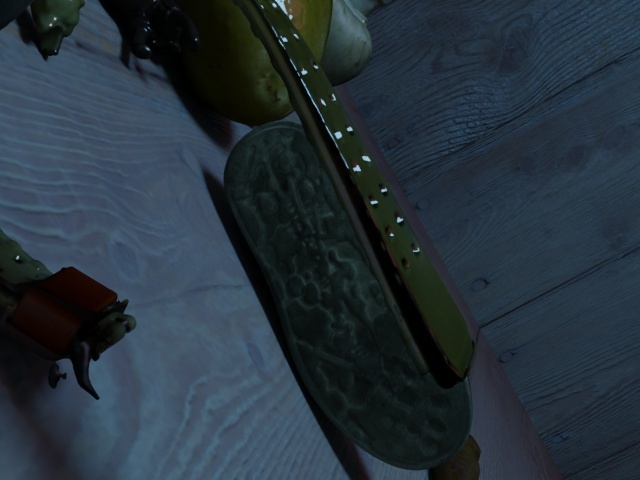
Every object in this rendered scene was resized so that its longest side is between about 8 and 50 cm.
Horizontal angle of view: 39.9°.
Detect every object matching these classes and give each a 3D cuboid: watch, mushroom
[{"bbox_3d":[-0.072,-0.025,0.354,0.268,0.165,0.102,57,12,-5],"label":"watch"},{"bbox_3d":[-0.024,-0.303,1.051,0.255,0.184,0.255,-15,90,-74],"label":"mushroom"}]

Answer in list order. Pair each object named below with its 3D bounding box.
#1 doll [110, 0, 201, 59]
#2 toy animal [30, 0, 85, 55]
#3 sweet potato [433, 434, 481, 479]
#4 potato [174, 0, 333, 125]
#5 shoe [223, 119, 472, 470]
[{"bbox_3d":[-0.161,-0.217,0.763,0.139,0.057,0.165,53,4,-27],"label":"doll"},{"bbox_3d":[-0.204,-0.228,0.537,0.219,0.103,0.101,57,-14,3],"label":"toy animal"},{"bbox_3d":[0.154,0.250,1.005,0.065,0.051,0.218,64,10,4],"label":"sweet potato"},{"bbox_3d":[-0.071,-0.192,0.860,0.203,0.178,0.158,112,-21,-52],"label":"potato"},{"bbox_3d":[0.026,0.049,0.780,0.316,0.124,0.159,63,3,11],"label":"shoe"}]
